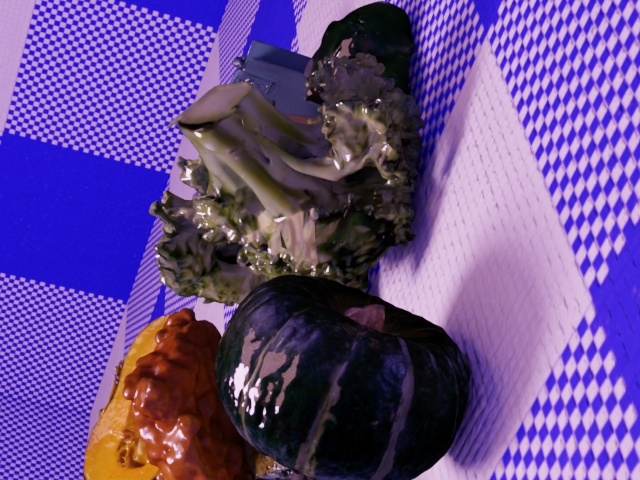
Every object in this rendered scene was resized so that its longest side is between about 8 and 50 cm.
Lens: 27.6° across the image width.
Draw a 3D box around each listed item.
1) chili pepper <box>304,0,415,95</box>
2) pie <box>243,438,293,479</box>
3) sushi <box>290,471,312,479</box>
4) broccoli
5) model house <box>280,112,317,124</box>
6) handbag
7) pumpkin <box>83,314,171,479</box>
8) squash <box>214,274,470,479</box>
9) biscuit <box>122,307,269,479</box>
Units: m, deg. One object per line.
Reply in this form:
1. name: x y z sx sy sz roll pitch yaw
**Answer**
1. chili pepper: 0.057 -0.230 1.763 0.148 0.116 0.265 123 156 -45
2. pie: -0.030 0.176 1.742 0.354 0.102 0.288 149 127 -69
3. sushi: 0.021 0.322 1.347 0.332 0.130 0.124 -113 39 -68
4. broccoli: -0.036 -0.069 1.599 0.317 0.338 0.277 91 -162 -55
5. model house: -0.073 -0.083 2.095 0.248 0.176 0.181 95 -177 -71
6. handbag: -0.082 -0.229 2.171 0.229 0.179 0.062 126 154 -52
7. pumpkin: -0.231 0.305 2.074 0.242 0.232 0.325 7 64 37
8. squash: 0.024 0.136 1.284 0.252 0.252 0.165 -115 39 -68
9. biscuit: -0.158 0.268 1.821 0.318 0.110 0.312 -68 -39 -67
